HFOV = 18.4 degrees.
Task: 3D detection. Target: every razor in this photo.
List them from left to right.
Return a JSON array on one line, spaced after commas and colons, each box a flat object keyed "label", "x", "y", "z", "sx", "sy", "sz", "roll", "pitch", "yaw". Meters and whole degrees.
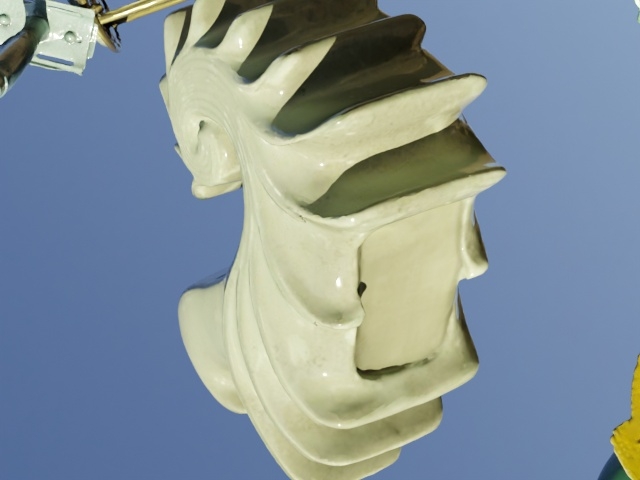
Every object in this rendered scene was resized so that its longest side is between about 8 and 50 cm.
[{"label": "razor", "x": -0.167, "y": -0.099, "z": 1.072, "sx": 0.068, "sy": 0.040, "sz": 0.135, "roll": 12, "pitch": -159, "yaw": 0}]

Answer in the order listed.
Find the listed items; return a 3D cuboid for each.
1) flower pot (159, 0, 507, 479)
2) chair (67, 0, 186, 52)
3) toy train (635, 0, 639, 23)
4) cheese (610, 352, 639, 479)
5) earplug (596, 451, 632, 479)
[{"label": "flower pot", "x": 0.000, "y": 0.000, "z": 1.391, "sx": 0.164, "sy": 0.368, "sz": 0.254, "roll": -20, "pitch": -140, "yaw": -29}, {"label": "chair", "x": -0.197, "y": -0.217, "z": 1.583, "sx": 0.160, "sy": 0.325, "sz": 0.170, "roll": 63, "pitch": -178, "yaw": -5}, {"label": "toy train", "x": 0.330, "y": -0.260, "z": 1.697, "sx": 0.104, "sy": 0.178, "sz": 0.071, "roll": 14, "pitch": -155, "yaw": -2}, {"label": "cheese", "x": 0.300, "y": 0.094, "z": 1.194, "sx": 0.177, "sy": 0.270, "sz": 0.069, "roll": 62, "pitch": 159, "yaw": 20}, {"label": "earplug", "x": 0.294, "y": 0.290, "z": 1.564, "sx": 0.257, "sy": 0.164, "sz": 0.280, "roll": -55, "pitch": -45, "yaw": -54}]
